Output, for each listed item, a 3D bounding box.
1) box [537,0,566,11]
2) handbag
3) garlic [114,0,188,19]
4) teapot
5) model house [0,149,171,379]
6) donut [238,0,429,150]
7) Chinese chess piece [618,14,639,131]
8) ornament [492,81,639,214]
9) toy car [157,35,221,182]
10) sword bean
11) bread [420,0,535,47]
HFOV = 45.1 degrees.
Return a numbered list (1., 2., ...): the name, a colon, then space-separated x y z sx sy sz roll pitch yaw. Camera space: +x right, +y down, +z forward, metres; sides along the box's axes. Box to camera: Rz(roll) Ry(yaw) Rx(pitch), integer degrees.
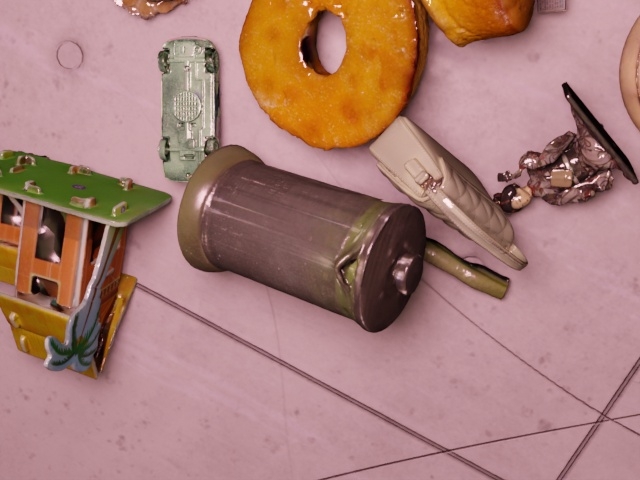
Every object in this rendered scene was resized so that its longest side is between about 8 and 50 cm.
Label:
1. box: 0.305 -0.411 1.023 0.040 0.055 0.218 -3 140 15
2. handbag: 0.189 -0.049 1.062 0.079 0.256 0.219 -45 51 16
3. garlic: -0.278 -0.407 1.112 0.207 0.257 0.207 34 140 34
4. teapot: 0.000 0.000 1.116 0.337 0.270 0.200 19 98 30
5. model house: -0.442 0.065 1.174 0.301 0.340 0.323 15 109 7
6. donut: 0.028 -0.285 1.093 0.303 0.110 0.302 13 117 27
7. Chinese chess piece: 0.552 -0.237 1.052 0.270 0.112 0.269 2 102 10
8. ornament: 0.329 -0.097 1.115 0.196 0.153 0.166 -39 93 25
9. toy car: -0.200 -0.203 1.204 0.090 0.076 0.224 2 95 10
10. sword bean: 0.175 0.015 1.208 0.269 0.043 0.038 30 119 2
11. bread: 0.203 -0.387 1.011 0.143 0.195 0.269 -19 60 29
